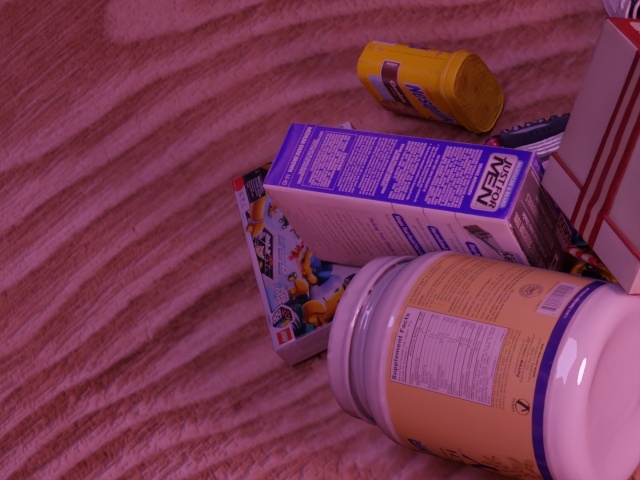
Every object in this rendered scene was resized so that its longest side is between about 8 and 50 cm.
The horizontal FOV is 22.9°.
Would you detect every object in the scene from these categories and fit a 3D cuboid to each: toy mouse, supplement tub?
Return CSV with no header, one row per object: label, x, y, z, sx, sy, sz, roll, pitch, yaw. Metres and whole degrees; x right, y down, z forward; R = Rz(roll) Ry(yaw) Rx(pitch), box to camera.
toy mouse,0.358,0.005,1.927,0.161,0.031,0.143,4,64,33
supplement tub,0.199,0.142,1.798,0.331,0.241,0.241,11,68,36

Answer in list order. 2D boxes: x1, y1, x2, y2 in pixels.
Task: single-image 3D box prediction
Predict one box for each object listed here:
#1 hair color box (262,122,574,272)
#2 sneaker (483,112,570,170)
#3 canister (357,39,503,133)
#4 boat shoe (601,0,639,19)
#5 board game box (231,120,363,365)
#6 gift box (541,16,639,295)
hair color box,0.121,-0.039,1.936,0.339,0.185,0.110,11,64,31
sneaker,0.358,-0.114,1.963,0.299,0.121,0.112,-18,83,20
canister,0.146,-0.211,2.132,0.170,0.126,0.073,16,71,39
boat shoe,0.425,-0.288,2.020,0.096,0.088,0.267,-39,43,16
board game box,0.000,0.000,2.132,0.193,0.053,0.305,-27,51,13
gift box,0.413,-0.088,1.749,0.276,0.255,0.258,-114,34,-54
